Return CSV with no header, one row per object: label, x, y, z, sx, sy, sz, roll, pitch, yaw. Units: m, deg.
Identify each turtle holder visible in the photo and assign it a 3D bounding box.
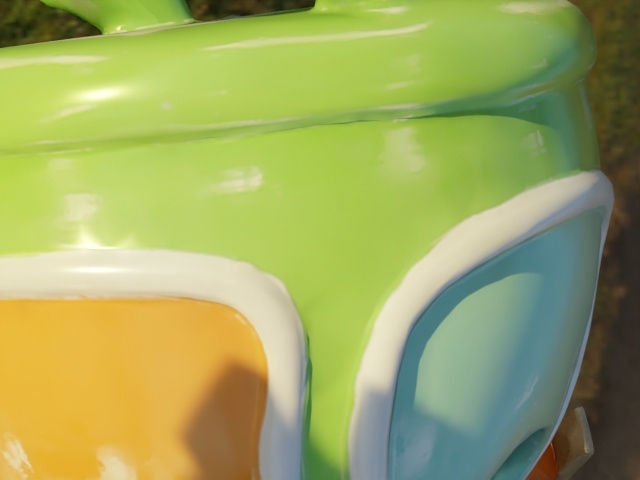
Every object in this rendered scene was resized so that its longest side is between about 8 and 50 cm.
turtle holder,-0.019,0.003,0.616,0.320,0.243,0.227,-68,151,-82

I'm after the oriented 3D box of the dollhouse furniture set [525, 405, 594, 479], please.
dollhouse furniture set,0.067,0.076,1.360,0.262,0.135,0.259,3,58,-21
